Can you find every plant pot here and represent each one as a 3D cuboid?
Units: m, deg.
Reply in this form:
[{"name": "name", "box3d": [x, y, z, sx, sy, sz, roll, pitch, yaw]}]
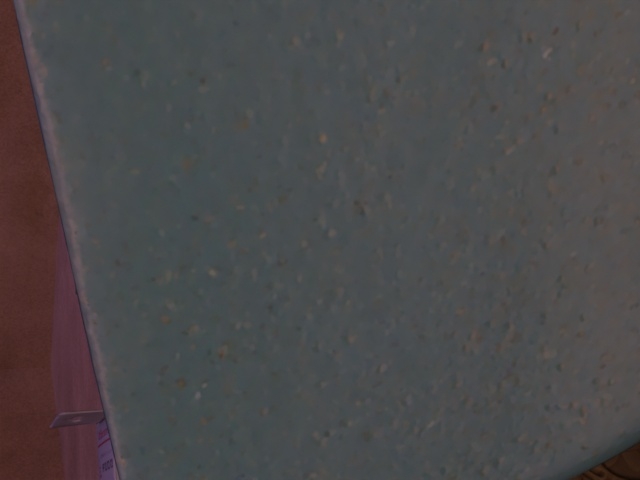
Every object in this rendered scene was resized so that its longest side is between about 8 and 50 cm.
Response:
[{"name": "plant pot", "box3d": [0.034, -0.076, 0.471, 0.247, 0.252, 0.248, -116, 16, -58]}]

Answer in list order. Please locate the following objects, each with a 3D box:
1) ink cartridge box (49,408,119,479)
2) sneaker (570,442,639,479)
[{"name": "ink cartridge box", "box3d": [-0.120, 0.165, 1.239, 0.104, 0.181, 0.061, 138, 129, -71]}, {"name": "sneaker", "box3d": [0.097, 0.140, 0.599, 0.153, 0.099, 0.282, 104, 159, -48]}]
